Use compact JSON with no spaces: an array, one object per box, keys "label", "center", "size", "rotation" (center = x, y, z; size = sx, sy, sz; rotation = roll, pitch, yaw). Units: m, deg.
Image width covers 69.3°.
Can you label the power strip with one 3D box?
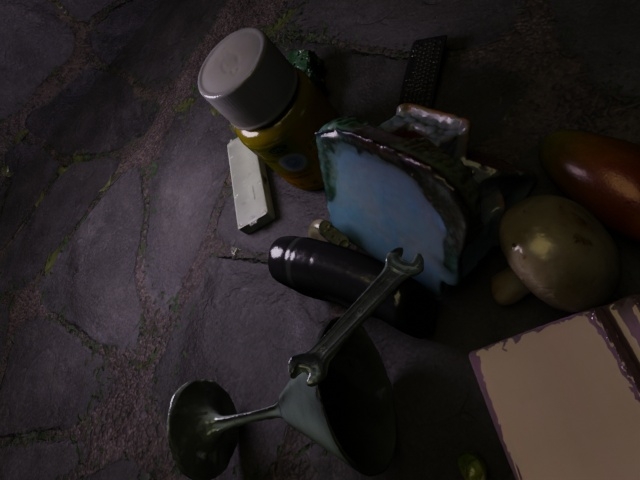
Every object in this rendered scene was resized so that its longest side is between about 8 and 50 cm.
[{"label":"power strip","center":[-0.208,-0.185,1.352],"size":[0.106,0.043,0.367],"rotation":[-27,55,20]}]

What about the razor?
[{"label":"razor","center":[0.063,0.086,0.933],"size":[0.349,0.204,0.113],"rotation":[16,75,35]}]

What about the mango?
[{"label":"mango","center":[0.486,-0.108,0.795],"size":[0.146,0.129,0.289],"rotation":[-28,46,-14]}]

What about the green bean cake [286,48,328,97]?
[{"label":"green bean cake","center":[-0.044,-0.451,1.340],"size":[0.193,0.107,0.208],"rotation":[19,77,39]}]

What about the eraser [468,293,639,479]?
[{"label":"eraser","center":[0.407,0.293,0.652],"size":[0.272,0.122,0.359],"rotation":[-26,55,20]}]

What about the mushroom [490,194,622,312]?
[{"label":"mushroom","center":[0.370,0.038,0.777],"size":[0.215,0.207,0.207],"rotation":[-52,40,45]}]

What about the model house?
[{"label":"model house","center":[0.237,-0.133,0.914],"size":[0.339,0.297,0.360],"rotation":[-34,44,-25]}]

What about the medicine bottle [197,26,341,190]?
[{"label":"medicine bottle","center":[-0.093,-0.299,1.113],"size":[0.224,0.384,0.224],"rotation":[-14,60,26]}]

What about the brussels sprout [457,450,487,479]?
[{"label":"brussels sprout","center":[0.244,0.392,0.759],"size":[0.051,0.046,0.083],"rotation":[151,136,-76]}]

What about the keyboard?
[{"label":"keyboard","center":[0.263,-0.434,1.167],"size":[0.103,0.041,0.381],"rotation":[6,71,35]}]

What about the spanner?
[{"label":"spanner","center":[0.065,0.117,0.752],"size":[0.071,0.017,0.302],"rotation":[33,64,28]}]

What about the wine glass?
[{"label":"wine glass","center":[-0.086,0.327,0.893],"size":[0.406,0.267,0.267],"rotation":[-23,56,29]}]

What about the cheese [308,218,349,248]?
[{"label":"cheese","center":[0.000,0.000,1.059],"size":[0.037,0.097,0.192],"rotation":[-52,10,-17]}]
